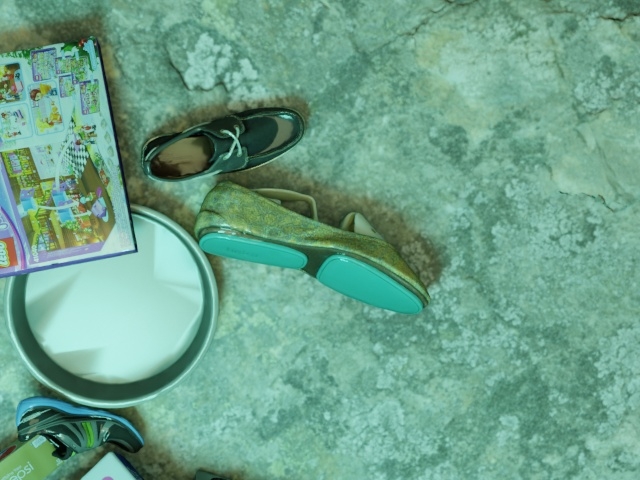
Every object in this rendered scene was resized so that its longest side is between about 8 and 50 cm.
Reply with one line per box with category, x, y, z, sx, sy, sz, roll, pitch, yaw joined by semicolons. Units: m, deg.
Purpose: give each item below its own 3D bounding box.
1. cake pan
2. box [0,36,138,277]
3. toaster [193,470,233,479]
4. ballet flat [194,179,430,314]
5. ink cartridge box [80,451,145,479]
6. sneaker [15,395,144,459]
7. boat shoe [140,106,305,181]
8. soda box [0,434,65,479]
cake pan;-0.289;0.086;1.687;0.293;0.054;0.293;-1;100;-6
box;-0.368;-0.109;1.607;0.201;0.057;0.293;-10;86;-4
toaster;-0.131;0.444;1.737;0.168;0.110;0.185;19;97;-8
ballet flat;0.000;0.000;1.681;0.349;0.123;0.123;18;98;-11
ink cartridge box;-0.289;0.510;1.607;0.330;0.071;0.324;-45;70;-6
sneaker;-0.337;0.270;1.682;0.188;0.067;0.078;19;68;-30
boat shoe;-0.130;-0.127;1.655;0.233;0.079;0.084;-14;99;-5
soda box;-0.449;0.338;1.671;0.181;0.061;0.058;-36;103;-27
